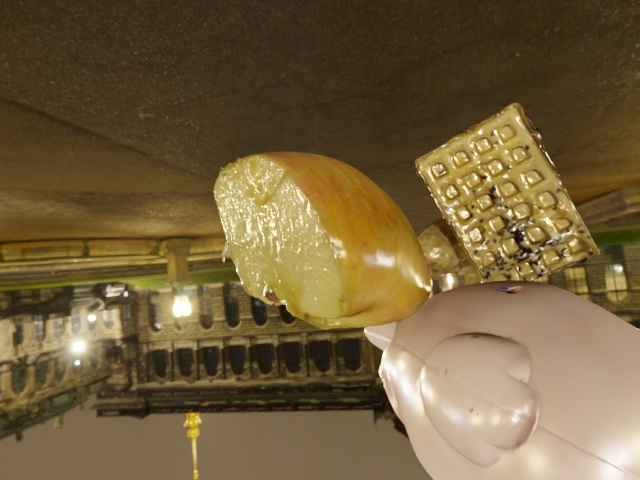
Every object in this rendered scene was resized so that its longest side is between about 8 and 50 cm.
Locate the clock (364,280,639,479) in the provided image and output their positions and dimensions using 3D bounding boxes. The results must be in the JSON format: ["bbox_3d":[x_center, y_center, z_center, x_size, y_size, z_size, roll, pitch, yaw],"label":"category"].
[{"bbox_3d":[0.257,0.186,0.504,0.368,0.250,0.377,28,176,-28],"label":"clock"}]

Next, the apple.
[{"bbox_3d":[0.000,0.000,0.608,0.314,0.252,0.309,31,161,-35],"label":"apple"}]

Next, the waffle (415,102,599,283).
[{"bbox_3d":[0.408,-0.082,0.923,0.261,0.376,0.114,-27,179,16],"label":"waffle"}]

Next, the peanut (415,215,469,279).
[{"bbox_3d":[0.362,-0.001,1.093,0.325,0.153,0.140,-21,168,-28],"label":"peanut"}]
